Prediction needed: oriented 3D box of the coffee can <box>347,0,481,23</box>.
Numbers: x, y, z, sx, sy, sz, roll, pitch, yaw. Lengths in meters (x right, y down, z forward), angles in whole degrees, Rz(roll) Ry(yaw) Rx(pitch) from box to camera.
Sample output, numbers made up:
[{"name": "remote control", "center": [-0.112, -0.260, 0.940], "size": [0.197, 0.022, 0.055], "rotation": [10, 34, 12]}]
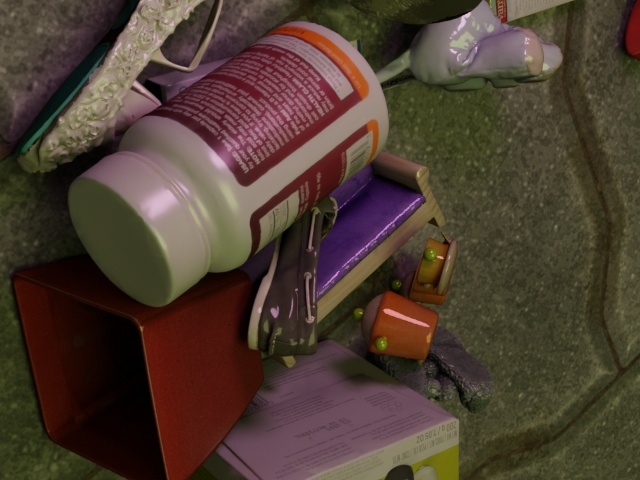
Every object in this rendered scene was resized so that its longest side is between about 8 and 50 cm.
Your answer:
[{"name": "coffee can", "center": [0.134, -0.467, 1.740], "size": [0.201, 0.201, 0.276], "rotation": [22, 66, -40]}]

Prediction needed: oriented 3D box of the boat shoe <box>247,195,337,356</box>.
[{"name": "boat shoe", "center": [-0.019, 0.016, 1.770], "size": [0.112, 0.095, 0.335], "rotation": [94, 9, -59]}]

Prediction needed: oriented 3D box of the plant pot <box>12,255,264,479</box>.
[{"name": "plant pot", "center": [-0.229, 0.148, 1.739], "size": [0.235, 0.267, 0.267], "rotation": [-29, 122, -42]}]

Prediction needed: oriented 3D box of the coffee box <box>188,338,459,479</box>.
[{"name": "coffee box", "center": [-0.020, 0.397, 1.913], "size": [0.337, 0.338, 0.335], "rotation": [-16, 115, -31]}]

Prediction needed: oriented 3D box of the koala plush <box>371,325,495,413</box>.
[{"name": "koala plush", "center": [0.150, 0.267, 2.125], "size": [0.196, 0.203, 0.221], "rotation": [-6, 131, -26]}]

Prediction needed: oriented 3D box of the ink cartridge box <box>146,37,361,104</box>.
[{"name": "ink cartridge box", "center": [-0.085, -0.188, 1.832], "size": [0.332, 0.065, 0.165], "rotation": [-17, 116, -30]}]

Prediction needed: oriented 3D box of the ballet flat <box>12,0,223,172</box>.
[{"name": "ballet flat", "center": [-0.232, -0.236, 1.640], "size": [0.147, 0.147, 0.409], "rotation": [39, 82, -39]}]

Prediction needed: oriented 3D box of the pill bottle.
[{"name": "pill bottle", "center": [-0.115, -0.099, 1.618], "size": [0.392, 0.224, 0.224], "rotation": [-39, 126, -32]}]

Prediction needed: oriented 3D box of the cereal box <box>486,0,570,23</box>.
[{"name": "cereal box", "center": [0.347, -0.461, 2.065], "size": [0.240, 0.047, 0.173], "rotation": [-21, 118, -29]}]

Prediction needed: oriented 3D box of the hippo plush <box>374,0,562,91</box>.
[{"name": "hippo plush", "center": [0.220, -0.356, 1.946], "size": [0.294, 0.234, 0.237], "rotation": [-3, 91, 7]}]

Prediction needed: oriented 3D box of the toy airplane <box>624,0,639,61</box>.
[{"name": "toy airplane", "center": [0.708, -0.502, 2.176], "size": [0.384, 0.272, 0.386], "rotation": [-24, 153, -14]}]

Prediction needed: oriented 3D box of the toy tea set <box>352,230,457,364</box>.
[{"name": "toy tea set", "center": [0.129, 0.089, 1.973], "size": [0.336, 0.124, 0.200], "rotation": [63, 43, -81]}]

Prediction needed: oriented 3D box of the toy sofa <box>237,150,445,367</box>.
[{"name": "toy sofa", "center": [0.000, 0.000, 1.908], "size": [0.362, 0.150, 0.177], "rotation": [-42, 127, -17]}]
